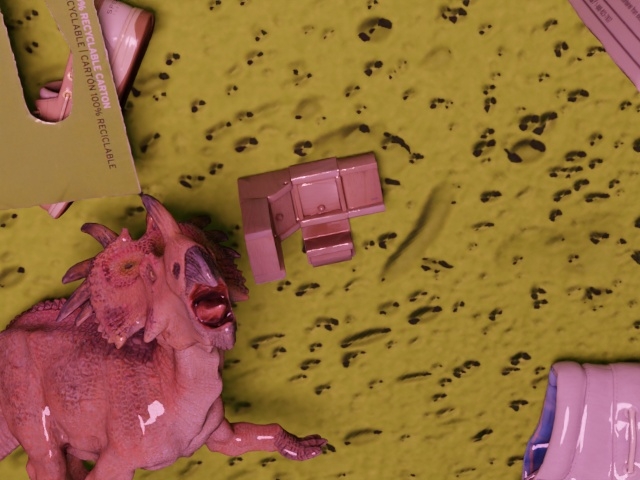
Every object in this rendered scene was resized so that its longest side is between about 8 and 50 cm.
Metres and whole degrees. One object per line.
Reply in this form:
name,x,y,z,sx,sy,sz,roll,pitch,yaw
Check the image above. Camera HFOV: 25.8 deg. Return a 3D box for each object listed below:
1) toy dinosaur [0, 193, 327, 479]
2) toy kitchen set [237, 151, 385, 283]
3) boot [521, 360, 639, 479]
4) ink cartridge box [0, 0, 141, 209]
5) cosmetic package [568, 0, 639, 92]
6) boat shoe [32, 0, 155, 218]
toy dinosaur,-0.131,0.075,0.819,0.296,0.127,0.200,-12,108,30
toy kitchen set,0.000,0.000,0.818,0.083,0.075,0.068,-12,119,0
boot,0.181,0.196,0.937,0.123,0.095,0.258,7,108,-2
ink cartridge box,-0.239,-0.065,0.702,0.255,0.097,0.188,-8,120,4
cosmetic package,0.287,-0.171,0.715,0.129,0.153,0.296,37,110,-23
boat shoe,-0.136,-0.076,0.785,0.045,0.050,0.135,26,111,-3
